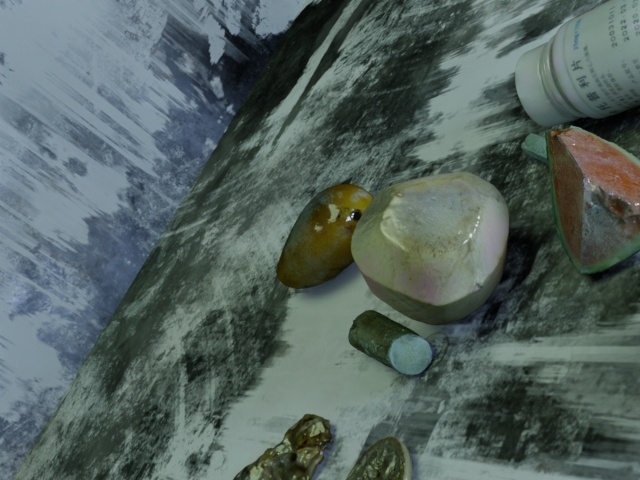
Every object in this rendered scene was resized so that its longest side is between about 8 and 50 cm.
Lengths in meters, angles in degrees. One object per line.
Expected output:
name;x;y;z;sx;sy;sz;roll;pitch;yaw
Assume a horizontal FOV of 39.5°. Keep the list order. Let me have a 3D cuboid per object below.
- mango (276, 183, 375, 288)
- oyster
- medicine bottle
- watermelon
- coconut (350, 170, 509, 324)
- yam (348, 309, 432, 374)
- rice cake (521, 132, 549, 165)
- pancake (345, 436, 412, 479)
mango;0.000;0.000;1.836;0.316;0.146;0.193;-38;18;42
oyster;-0.102;0.431;1.506;0.345;0.078;0.128;-49;32;-2
medicine bottle;0.456;-0.285;1.385;0.293;0.170;0.170;-17;41;51
watermelon;0.389;-0.049;1.269;0.231;0.128;0.146;-103;24;-52
coconut;0.182;0.009;1.415;0.259;0.259;0.259;-40;26;24
yam;0.111;0.169;1.480;0.078;0.078;0.179;-54;25;-5
rice cake;0.394;-0.127;1.427;0.042;0.045;0.245;-48;24;6
pancake;0.083;0.362;1.316;0.158;0.028;0.158;-43;25;26
